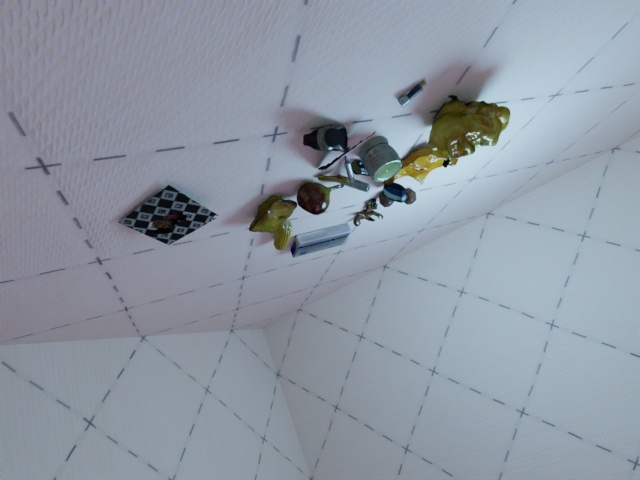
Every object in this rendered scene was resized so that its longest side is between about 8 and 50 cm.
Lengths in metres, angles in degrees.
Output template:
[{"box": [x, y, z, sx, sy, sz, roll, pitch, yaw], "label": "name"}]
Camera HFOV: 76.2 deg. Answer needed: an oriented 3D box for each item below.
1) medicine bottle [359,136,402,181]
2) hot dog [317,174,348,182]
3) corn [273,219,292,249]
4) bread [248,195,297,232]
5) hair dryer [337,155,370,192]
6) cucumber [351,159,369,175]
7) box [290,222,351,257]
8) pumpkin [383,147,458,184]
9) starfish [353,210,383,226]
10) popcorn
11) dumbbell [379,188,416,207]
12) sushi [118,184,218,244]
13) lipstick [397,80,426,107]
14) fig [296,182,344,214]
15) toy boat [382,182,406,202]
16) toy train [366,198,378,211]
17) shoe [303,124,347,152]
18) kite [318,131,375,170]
[{"box": [0.251, -0.343, 1.723, 0.147, 0.143, 0.147, -22, 157, -10], "label": "medicine bottle"}, {"box": [0.055, -0.273, 1.805, 0.137, 0.028, 0.044, 3, 164, 4], "label": "hot dog"}, {"box": [-0.199, -0.029, 2.157, 0.081, 0.081, 0.248, -15, 158, -20], "label": "corn"}, {"box": [-0.221, -0.124, 1.886, 0.233, 0.088, 0.161, -39, 159, 33], "label": "bread"}, {"box": [0.143, -0.297, 1.786, 0.044, 0.155, 0.183, -60, 160, -28], "label": "hair dryer"}, {"box": [0.243, -0.326, 1.873, 0.245, 0.067, 0.067, -3, 153, -39], "label": "cucumber"}, {"box": [0.000, 0.000, 2.458, 0.343, 0.065, 0.200, -14, 159, -21], "label": "box"}, {"box": [0.483, -0.360, 1.993, 0.290, 0.095, 0.258, -2, 158, -36], "label": "pumpkin"}, {"box": [0.283, -0.137, 2.372, 0.190, 0.074, 0.146, -14, 170, -16], "label": "starfish"}, {"box": [0.580, -0.461, 1.658, 0.316, 0.281, 0.297, -43, -150, -27], "label": "popcorn"}, {"box": [0.429, -0.237, 2.269, 0.231, 0.082, 0.092, -8, 155, -33], "label": "dumbbell"}, {"box": [-0.590, -0.105, 1.601, 0.290, 0.050, 0.264, -27, 146, 21], "label": "sushi"}, {"box": [0.338, -0.534, 1.482, 0.116, 0.037, 0.037, -36, 156, 22], "label": "lipstick"}, {"box": [0.001, -0.192, 1.855, 0.231, 0.160, 0.143, -7, 112, -42], "label": "fig"}, {"box": [0.367, -0.238, 2.001, 0.096, 0.061, 0.299, 6, -163, -5], "label": "toy boat"}, {"box": [0.286, -0.199, 2.284, 0.064, 0.044, 0.103, -12, 161, 3], "label": "toy train"}, {"box": [0.022, -0.373, 1.500, 0.112, 0.099, 0.227, 3, -168, 24], "label": "shoe"}, {"box": [0.074, -0.329, 1.601, 0.321, 0.016, 0.234, -28, -168, 39], "label": "kite"}]
